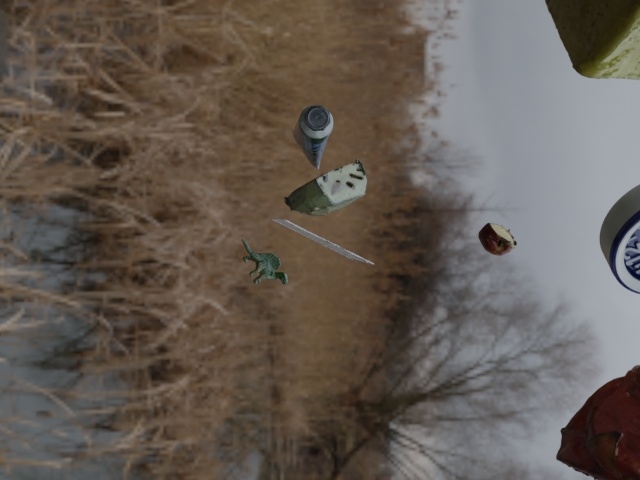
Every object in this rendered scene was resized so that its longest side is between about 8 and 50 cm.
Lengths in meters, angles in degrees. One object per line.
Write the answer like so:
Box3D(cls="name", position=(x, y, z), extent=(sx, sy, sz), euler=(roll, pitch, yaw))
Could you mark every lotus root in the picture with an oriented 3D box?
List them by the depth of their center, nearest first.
Box3D(cls="lotus root", position=(0.007, -0.082, 1.839), extent=(0.144, 0.143, 0.070), euler=(-23, -87, 50))

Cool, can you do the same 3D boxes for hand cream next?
Box3D(cls="hand cream", position=(-0.016, -0.185, 1.787), extent=(0.091, 0.058, 0.271), euler=(55, -8, 2))

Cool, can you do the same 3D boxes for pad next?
Box3D(cls="pad", position=(0.000, 0.000, 1.562), extent=(0.004, 0.156, 0.232), euler=(-64, -173, -2))

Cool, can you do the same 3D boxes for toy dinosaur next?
Box3D(cls="toy dinosaur", position=(-0.105, 0.037, 1.795), extent=(0.029, 0.060, 0.120), euler=(-100, 164, -62))

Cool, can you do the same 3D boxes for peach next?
Box3D(cls="peach", position=(0.326, -0.003, 1.873), extent=(0.050, 0.077, 0.083), euler=(-50, -165, 23))

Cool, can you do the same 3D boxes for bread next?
Box3D(cls="bread", position=(0.370, -0.370, 1.137), extent=(0.245, 0.233, 0.362), euler=(120, -39, -48))

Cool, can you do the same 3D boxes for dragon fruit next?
Box3D(cls="dragon fruit", position=(0.459, 0.230, 1.165), extent=(0.152, 0.316, 0.205), euler=(61, 51, -79))

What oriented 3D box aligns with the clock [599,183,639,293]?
Box3D(cls="clock", position=(0.616, -0.010, 1.783), extent=(0.083, 0.230, 0.230), euler=(-101, -173, -47))
